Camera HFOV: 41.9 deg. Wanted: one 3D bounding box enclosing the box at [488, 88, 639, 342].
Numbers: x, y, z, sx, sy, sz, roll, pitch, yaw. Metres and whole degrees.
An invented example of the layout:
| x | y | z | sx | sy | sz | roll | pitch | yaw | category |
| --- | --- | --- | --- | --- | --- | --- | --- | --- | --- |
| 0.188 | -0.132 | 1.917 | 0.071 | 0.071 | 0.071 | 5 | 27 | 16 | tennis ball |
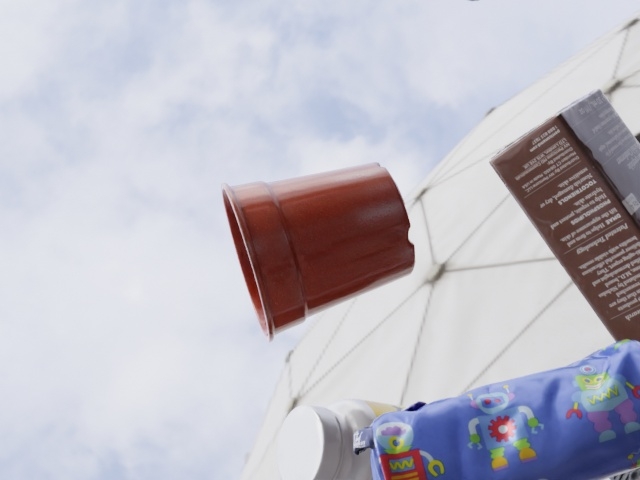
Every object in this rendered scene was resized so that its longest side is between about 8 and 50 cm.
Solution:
| x | y | z | sx | sy | sz | roll | pitch | yaw | category |
| --- | --- | --- | --- | --- | --- | --- | --- | --- | --- |
| 0.436 | -0.019 | 1.227 | 0.381 | 0.143 | 0.191 | 56 | -140 | 2 | box |

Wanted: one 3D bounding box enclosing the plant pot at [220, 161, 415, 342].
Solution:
| x | y | z | sx | sy | sz | roll | pitch | yaw | category |
| --- | --- | --- | --- | --- | --- | --- | --- | --- | --- |
| 0.000 | 0.000 | 1.388 | 0.265 | 0.272 | 0.272 | -17 | -88 | -9 | plant pot |

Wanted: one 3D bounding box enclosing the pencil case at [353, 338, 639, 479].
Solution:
| x | y | z | sx | sy | sz | roll | pitch | yaw | category |
| --- | --- | --- | --- | --- | --- | --- | --- | --- | --- |
| 0.190 | 0.189 | 0.808 | 0.306 | 0.119 | 0.133 | -18 | -129 | 2 | pencil case |

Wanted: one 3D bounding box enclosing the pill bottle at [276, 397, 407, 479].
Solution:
| x | y | z | sx | sy | sz | roll | pitch | yaw | category |
| --- | --- | --- | --- | --- | --- | --- | --- | --- | --- |
| 0.100 | 0.379 | 1.465 | 0.334 | 0.188 | 0.187 | 15 | -101 | -32 | pill bottle |

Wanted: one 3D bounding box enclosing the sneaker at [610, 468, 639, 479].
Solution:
| x | y | z | sx | sy | sz | roll | pitch | yaw | category |
| --- | --- | --- | --- | --- | --- | --- | --- | --- | --- |
| 0.583 | 0.417 | 1.372 | 0.112 | 0.319 | 0.131 | -45 | -54 | -10 | sneaker |
